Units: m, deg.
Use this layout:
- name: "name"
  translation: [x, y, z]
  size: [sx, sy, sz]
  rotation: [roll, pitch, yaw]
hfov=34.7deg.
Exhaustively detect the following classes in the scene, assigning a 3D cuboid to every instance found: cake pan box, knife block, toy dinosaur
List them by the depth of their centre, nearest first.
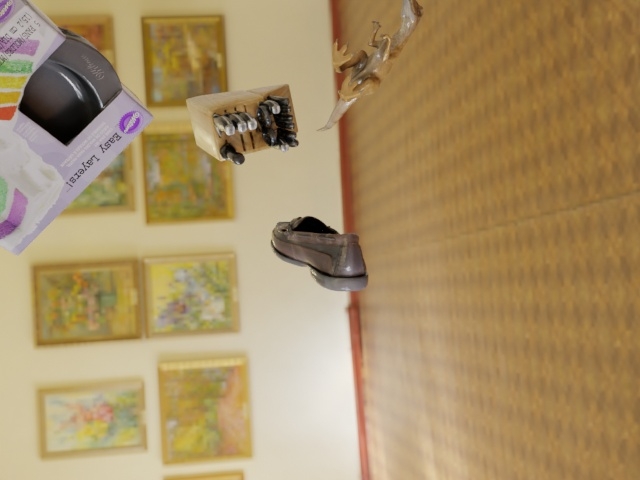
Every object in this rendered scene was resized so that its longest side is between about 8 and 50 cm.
- name: "toy dinosaur"
  translation: [0.047, -0.181, 1.164]
  size: [0.064, 0.112, 0.211]
  rotation: [50, 117, 17]
- name: "cake pan box"
  translation: [-0.362, -0.137, 1.217]
  size: [0.070, 0.267, 0.246]
  rotation: [47, -179, 37]
- name: "knife block"
  translation: [-0.153, -0.182, 1.666]
  size: [0.242, 0.275, 0.088]
  rotation: [-35, -62, -56]

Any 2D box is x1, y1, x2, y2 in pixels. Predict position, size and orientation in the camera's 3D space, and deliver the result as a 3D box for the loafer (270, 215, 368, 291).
- name: "loafer"
  translation: [0.000, 0.000, 1.710]
  size: [0.302, 0.109, 0.095]
  rotation: [-147, 55, -62]
